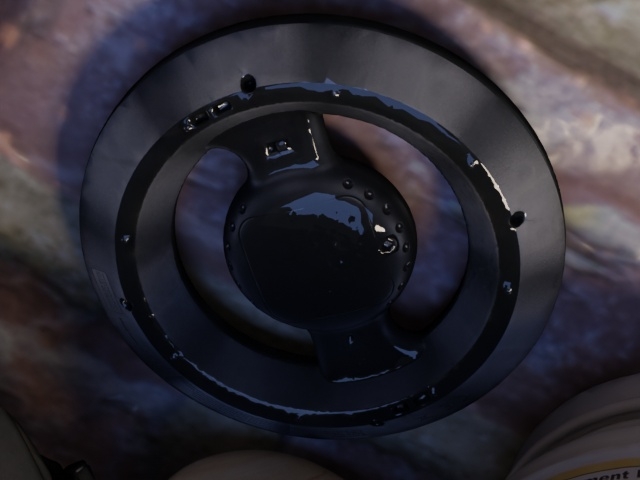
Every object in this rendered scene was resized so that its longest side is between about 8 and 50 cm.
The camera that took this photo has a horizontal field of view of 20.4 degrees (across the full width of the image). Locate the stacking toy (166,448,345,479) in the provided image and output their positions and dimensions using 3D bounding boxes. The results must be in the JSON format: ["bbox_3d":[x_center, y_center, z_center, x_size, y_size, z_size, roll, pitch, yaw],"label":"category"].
[{"bbox_3d":[-0.068,0.268,0.964,0.141,0.141,0.330,20,127,-5],"label":"stacking toy"}]

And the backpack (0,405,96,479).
[{"bbox_3d":[-0.272,0.205,0.861,0.355,0.273,0.290,13,131,48],"label":"backpack"}]

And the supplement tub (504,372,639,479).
[{"bbox_3d":[0.153,0.231,0.772,0.241,0.331,0.241,8,122,12],"label":"supplement tub"}]

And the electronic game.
[{"bbox_3d":[0.000,0.000,0.836,0.229,0.048,0.229,3,122,5],"label":"electronic game"}]
